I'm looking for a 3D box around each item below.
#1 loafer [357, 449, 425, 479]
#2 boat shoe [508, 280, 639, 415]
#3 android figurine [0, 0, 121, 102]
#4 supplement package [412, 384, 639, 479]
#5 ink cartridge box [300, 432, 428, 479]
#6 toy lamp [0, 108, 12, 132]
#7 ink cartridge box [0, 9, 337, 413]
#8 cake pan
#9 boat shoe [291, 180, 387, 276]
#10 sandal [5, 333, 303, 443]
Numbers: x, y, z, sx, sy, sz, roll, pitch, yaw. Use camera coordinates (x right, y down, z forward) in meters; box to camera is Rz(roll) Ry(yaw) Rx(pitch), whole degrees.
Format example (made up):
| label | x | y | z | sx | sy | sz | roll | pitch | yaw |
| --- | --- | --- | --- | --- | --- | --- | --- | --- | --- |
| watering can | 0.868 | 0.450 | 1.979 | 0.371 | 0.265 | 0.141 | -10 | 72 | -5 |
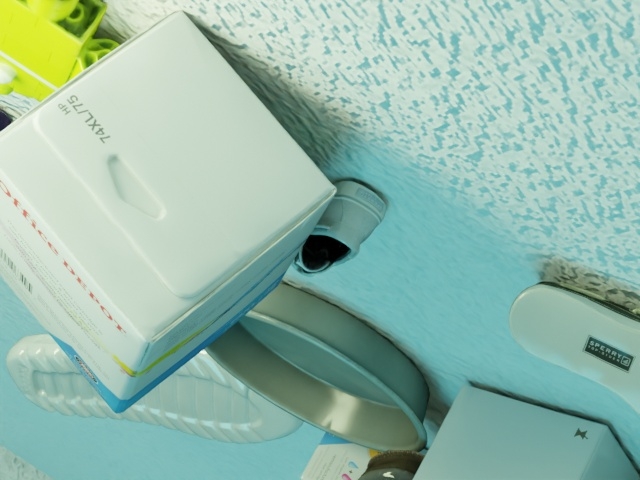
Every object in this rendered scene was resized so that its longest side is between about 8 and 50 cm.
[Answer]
| label | x | y | z | sx | sy | sz | roll | pitch | yaw |
| --- | --- | --- | --- | --- | --- | --- | --- | --- | --- |
| loafer | 0.150 | 0.318 | 1.846 | 0.134 | 0.130 | 0.366 | -9 | 144 | 29 |
| boat shoe | 0.257 | 0.093 | 1.296 | 0.219 | 0.078 | 0.070 | 31 | -159 | 14 |
| android figurine | -0.275 | -0.195 | 1.370 | 0.248 | 0.056 | 0.273 | 34 | 158 | -9 |
| supplement package | 0.230 | 0.307 | 1.665 | 0.175 | 0.177 | 0.293 | 14 | 154 | 38 |
| ink cartridge box | 0.079 | 0.286 | 1.925 | 0.181 | 0.104 | 0.061 | 26 | 160 | 9 |
| toy lamp | -0.276 | -0.079 | 1.602 | 0.275 | 0.080 | 0.080 | 17 | 156 | 31 |
| ink cartridge box | -0.143 | -0.014 | 1.334 | 0.198 | 0.197 | 0.270 | 49 | 160 | 5 |
| cake pan | -0.005 | 0.133 | 1.758 | 0.293 | 0.054 | 0.293 | 26 | 159 | 11 |
| boat shoe | 0.000 | 0.000 | 1.429 | 0.066 | 0.063 | 0.184 | 37 | 158 | -18 |
| sandal | -0.204 | 0.150 | 2.009 | 0.416 | 0.102 | 0.169 | 5 | 136 | 24 |
